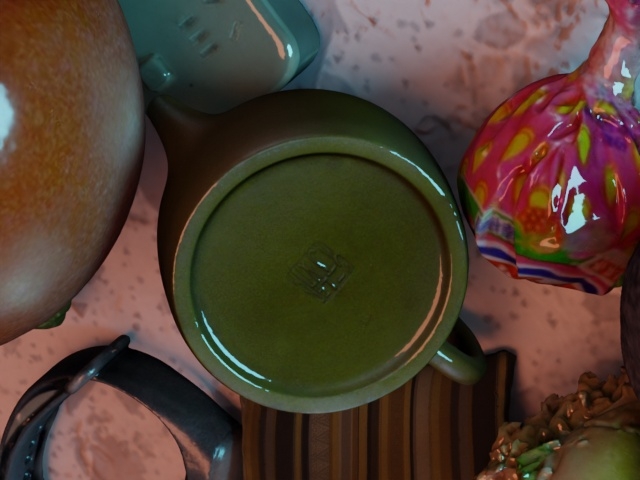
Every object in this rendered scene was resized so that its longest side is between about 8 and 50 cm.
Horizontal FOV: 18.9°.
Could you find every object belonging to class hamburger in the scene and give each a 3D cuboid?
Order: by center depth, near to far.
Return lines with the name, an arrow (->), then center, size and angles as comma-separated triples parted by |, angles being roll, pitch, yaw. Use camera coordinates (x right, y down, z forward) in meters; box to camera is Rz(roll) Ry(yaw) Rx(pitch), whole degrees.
hamburger -> 0.183, 0.220, 1.159 | 0.146, 0.243, 0.286 | -22, 61, 33

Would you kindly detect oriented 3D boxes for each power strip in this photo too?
power strip -> -0.142, -0.175, 1.255 | 0.194, 0.059, 0.265 | -35, 94, 34

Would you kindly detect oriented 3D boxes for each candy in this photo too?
candy -> 0.189, -0.135, 1.092 | 0.124, 0.124, 0.365 | 30, 114, 13

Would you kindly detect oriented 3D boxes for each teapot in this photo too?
teapot -> 0.000, 0.000, 1.203 | 0.268, 0.175, 0.185 | 38, 103, -19

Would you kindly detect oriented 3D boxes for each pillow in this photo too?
pillow -> 0.035, 0.184, 1.277 | 0.212, 0.052, 0.208 | -9, 70, 28

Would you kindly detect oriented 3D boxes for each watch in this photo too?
watch -> -0.148, 0.169, 1.407 | 0.193, 0.068, 0.206 | 18, 121, 19

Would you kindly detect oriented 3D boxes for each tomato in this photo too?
tomato -> -0.258, -0.070, 1.161 | 0.321, 0.321, 0.321 | 11, 116, 23

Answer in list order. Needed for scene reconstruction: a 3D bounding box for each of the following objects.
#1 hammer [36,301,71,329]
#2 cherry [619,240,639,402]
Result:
hammer -> -0.330, -0.016, 1.387 | 0.336, 0.119, 0.206 | 20, 138, 7
cherry -> 0.255, 0.049, 1.083 | 0.195, 0.195, 0.195 | 11, 116, 23
